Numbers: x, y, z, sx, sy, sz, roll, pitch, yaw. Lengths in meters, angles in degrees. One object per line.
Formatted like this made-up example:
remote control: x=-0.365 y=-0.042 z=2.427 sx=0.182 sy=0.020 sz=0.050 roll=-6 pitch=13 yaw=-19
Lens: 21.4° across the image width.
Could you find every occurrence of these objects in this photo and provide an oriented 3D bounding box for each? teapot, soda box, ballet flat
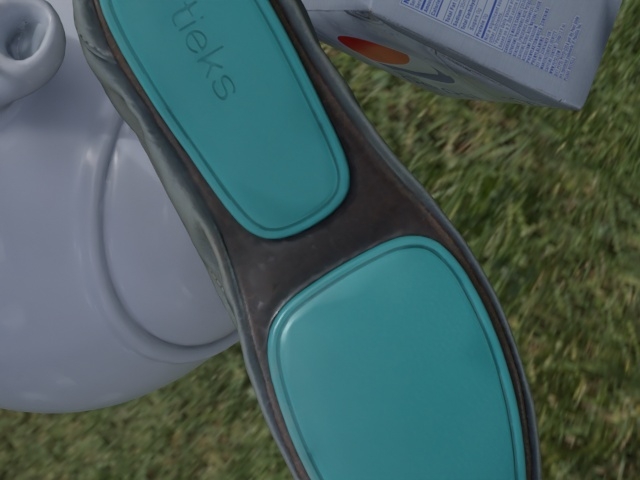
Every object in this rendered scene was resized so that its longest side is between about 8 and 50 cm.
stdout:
teapot: x=-0.086 y=-0.026 z=0.777 sx=0.187 sy=0.256 sz=0.252 roll=12 pitch=119 yaw=33
soda box: x=0.081 y=-0.194 z=0.600 sx=0.091 sy=0.098 sz=0.286 roll=21 pitch=89 yaw=-25
ballet flat: x=0.000 y=0.000 z=0.474 sx=0.072 sy=0.068 sz=0.213 roll=-27 pitch=96 yaw=0
